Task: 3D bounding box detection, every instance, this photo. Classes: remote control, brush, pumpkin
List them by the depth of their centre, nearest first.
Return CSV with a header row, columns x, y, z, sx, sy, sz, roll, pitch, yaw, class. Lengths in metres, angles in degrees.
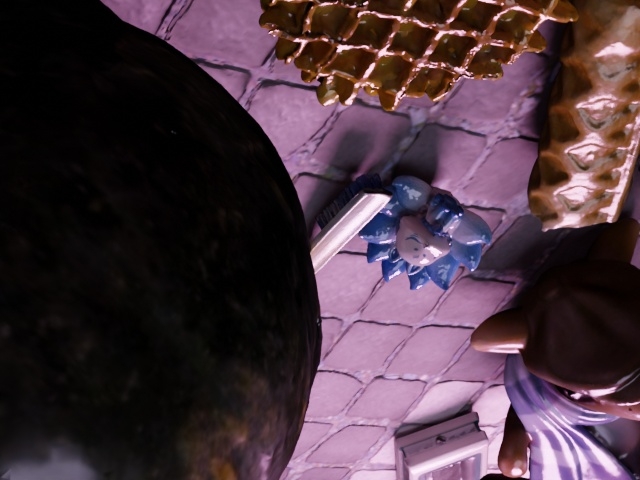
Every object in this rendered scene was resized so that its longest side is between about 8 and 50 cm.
x,y,z,sx,sy,sz,roll,pitch,yaw,class
-0.216,0.054,0.647,0.454,0.454,0.344,-25,127,1,pumpkin
0.000,0.001,1.029,0.033,0.030,0.178,-1,148,-38,brush
0.151,0.313,1.459,0.103,0.055,0.277,-18,143,-9,remote control

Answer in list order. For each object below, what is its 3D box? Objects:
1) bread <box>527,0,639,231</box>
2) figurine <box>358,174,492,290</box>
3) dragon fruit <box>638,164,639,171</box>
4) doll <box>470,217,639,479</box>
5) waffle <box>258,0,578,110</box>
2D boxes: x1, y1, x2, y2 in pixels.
x,y,z,sx,sy,sz,roll,pitch,yaw,class
0.230,-0.121,0.955,0.098,0.087,0.269,-11,140,-12,bread
0.083,0.000,1.027,0.114,0.079,0.114,0,122,0,figurine
0.373,-0.047,1.097,0.166,0.136,0.133,29,87,-17,dragon fruit
0.302,0.156,1.228,0.318,0.209,0.340,-25,141,-5,doll
0.071,-0.180,0.806,0.231,0.051,0.229,-18,143,8,waffle
